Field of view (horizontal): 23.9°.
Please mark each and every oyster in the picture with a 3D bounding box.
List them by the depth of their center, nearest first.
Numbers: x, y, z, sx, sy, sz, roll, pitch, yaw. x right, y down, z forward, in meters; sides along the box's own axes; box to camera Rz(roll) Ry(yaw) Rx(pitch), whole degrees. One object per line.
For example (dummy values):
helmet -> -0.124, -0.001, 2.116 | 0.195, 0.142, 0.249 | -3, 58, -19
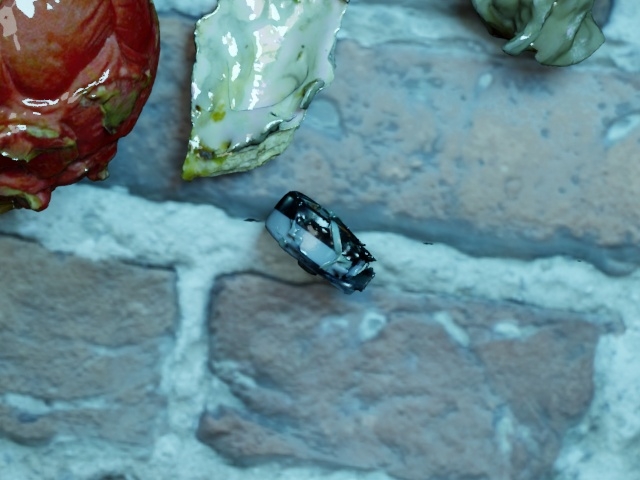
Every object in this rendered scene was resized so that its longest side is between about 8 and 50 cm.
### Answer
oyster -> -0.045, -0.147, 1.316 | 0.132, 0.072, 0.209 | 5, 71, 3

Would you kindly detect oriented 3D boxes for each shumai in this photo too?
shumai -> 0.174, -0.248, 1.259 | 0.218, 0.184, 0.185 | 26, 87, -20

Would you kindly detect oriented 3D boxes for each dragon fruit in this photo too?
dragon fruit -> -0.272, -0.184, 1.201 | 0.277, 0.277, 0.343 | -15, 102, -2

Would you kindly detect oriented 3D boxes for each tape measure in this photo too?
tape measure -> -0.002, -0.001, 1.307 | 0.094, 0.091, 0.054 | 36, 96, -20
